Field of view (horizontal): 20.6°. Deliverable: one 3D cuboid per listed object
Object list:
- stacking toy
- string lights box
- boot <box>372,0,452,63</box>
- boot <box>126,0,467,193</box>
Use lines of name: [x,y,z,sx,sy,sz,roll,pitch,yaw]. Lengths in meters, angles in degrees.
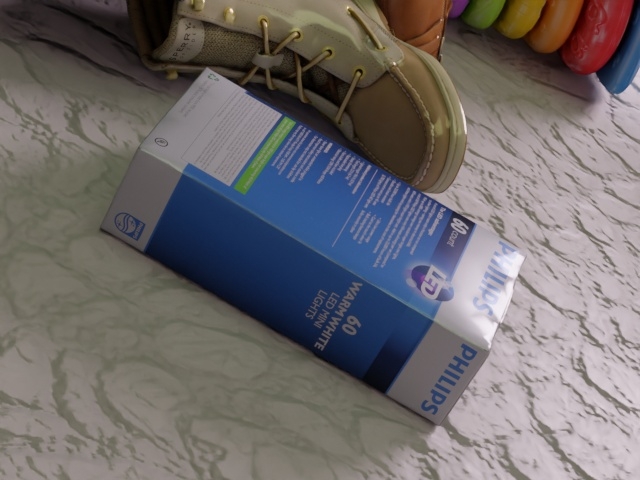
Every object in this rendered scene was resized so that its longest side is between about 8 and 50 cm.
stacking toy: [0.156,-0.249,1.589,0.301,0.166,0.175,8,38,-11]
string lights box: [0.000,0.000,1.182,0.259,0.077,0.133,31,34,1]
boot: [0.094,-0.223,1.483,0.073,0.152,0.197,13,32,30]
boot: [-0.023,-0.132,1.321,0.203,0.095,0.262,3,40,-36]
